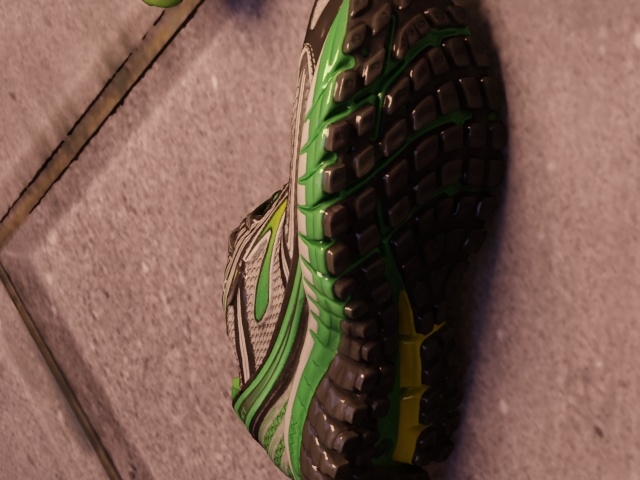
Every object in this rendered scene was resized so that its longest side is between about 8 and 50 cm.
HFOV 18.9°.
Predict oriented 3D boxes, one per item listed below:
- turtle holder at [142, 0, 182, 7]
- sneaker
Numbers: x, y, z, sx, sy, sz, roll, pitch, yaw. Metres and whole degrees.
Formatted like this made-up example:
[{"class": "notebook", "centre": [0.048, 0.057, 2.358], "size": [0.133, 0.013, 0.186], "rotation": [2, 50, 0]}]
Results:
[{"class": "turtle holder", "centre": [-0.157, -0.309, 1.071], "size": [0.320, 0.243, 0.227], "rotation": [29, 157, -13]}, {"class": "sneaker", "centre": [0.000, 0.000, 1.069], "size": [0.146, 0.134, 0.344], "rotation": [33, 129, 36]}]
